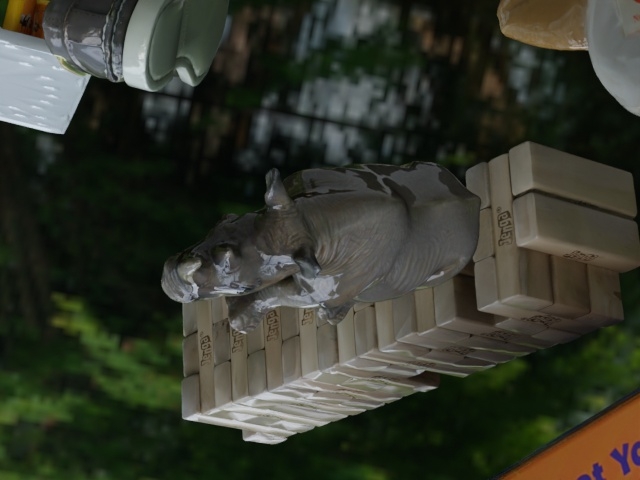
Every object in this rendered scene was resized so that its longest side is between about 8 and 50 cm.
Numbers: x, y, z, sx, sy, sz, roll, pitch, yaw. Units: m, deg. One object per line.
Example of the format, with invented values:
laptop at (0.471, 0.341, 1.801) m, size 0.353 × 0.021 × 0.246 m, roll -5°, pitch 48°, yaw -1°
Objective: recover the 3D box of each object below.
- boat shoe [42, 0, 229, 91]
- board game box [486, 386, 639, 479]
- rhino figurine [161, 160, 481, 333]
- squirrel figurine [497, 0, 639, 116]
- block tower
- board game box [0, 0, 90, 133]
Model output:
boat shoe at (-0.106, -0.137, 1.203) m, size 0.068 × 0.081 × 0.228 m, roll 13°, pitch -170°, yaw 7°
board game box at (0.223, 0.277, 1.172) m, size 0.356 × 0.356 × 0.356 m, roll -31°, pitch 172°, yaw -4°
rhino figurine at (0.000, 0.000, 0.976) m, size 0.106 × 0.073 × 0.243 m, roll -22°, pitch 172°, yaw 27°
squirrel figurine at (0.394, -0.227, 1.520) m, size 0.370 × 0.397 × 0.281 m, roll -7°, pitch -138°, yaw -34°
block tower at (0.040, 0.042, 1.223) m, size 0.097 × 0.091 × 0.335 m, roll 15°, pitch 153°, yaw -37°
board game box at (-0.383, -0.182, 1.608) m, size 0.390 × 0.050 × 0.390 m, roll 14°, pitch 173°, yaw -9°
